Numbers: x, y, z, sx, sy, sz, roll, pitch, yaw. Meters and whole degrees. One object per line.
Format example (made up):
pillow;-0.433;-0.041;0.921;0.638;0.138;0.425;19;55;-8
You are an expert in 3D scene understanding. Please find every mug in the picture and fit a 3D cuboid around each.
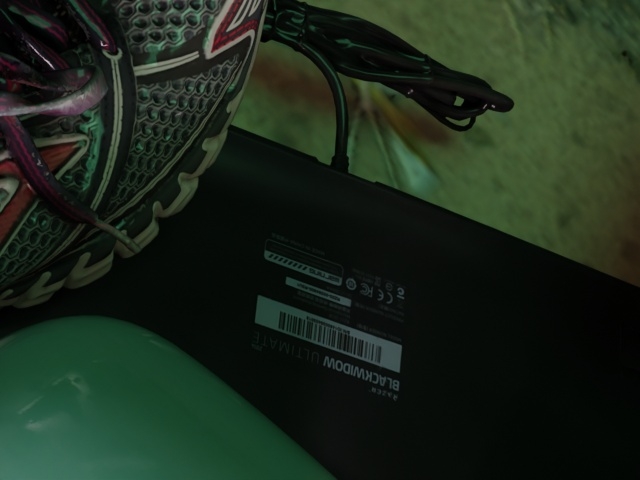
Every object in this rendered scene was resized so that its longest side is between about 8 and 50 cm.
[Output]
mug;-0.070;0.089;0.507;0.097;0.157;0.129;38;63;13

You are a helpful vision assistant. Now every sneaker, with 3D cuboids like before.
sneaker;-0.107;-0.024;0.515;0.121;0.112;0.299;46;56;-1

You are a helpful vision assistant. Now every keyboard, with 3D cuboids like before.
keyboard;0.000;0.000;0.666;0.317;0.033;0.201;21;60;-27
